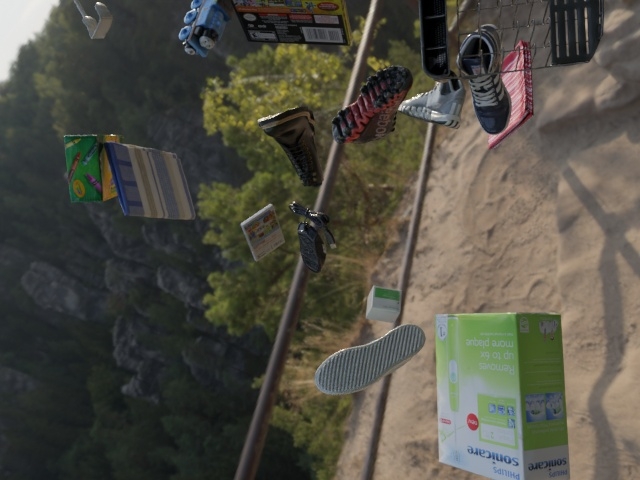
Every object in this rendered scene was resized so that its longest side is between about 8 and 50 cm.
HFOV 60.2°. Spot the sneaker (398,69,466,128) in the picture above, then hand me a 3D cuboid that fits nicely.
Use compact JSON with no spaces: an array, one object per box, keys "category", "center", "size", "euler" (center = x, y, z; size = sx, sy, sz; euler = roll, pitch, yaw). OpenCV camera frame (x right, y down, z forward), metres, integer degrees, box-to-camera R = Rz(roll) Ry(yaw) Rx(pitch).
[{"category":"sneaker","center":[0.289,-0.361,1.378],"size":[0.229,0.086,0.132],"euler":[38,115,55]}]

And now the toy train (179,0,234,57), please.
[{"category":"toy train","center":[-0.283,-0.547,1.381],"size":[0.105,0.080,0.184],"euler":[0,66,34]}]

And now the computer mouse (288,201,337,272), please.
[{"category":"computer mouse","center":[0.000,0.000,1.718],"size":[0.060,0.261,0.184],"euler":[-34,38,-29]}]

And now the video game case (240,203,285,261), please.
[{"category":"video game case","center":[-0.132,-0.017,1.279],"size":[0.087,0.122,0.011],"euler":[-36,49,-20]}]

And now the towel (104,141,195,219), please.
[{"category":"towel","center":[-0.452,-0.154,1.487],"size":[0.034,0.285,0.209],"euler":[-21,83,22]}]

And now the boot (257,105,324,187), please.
[{"category":"boot","center":[-0.036,-0.151,0.937],"size":[0.077,0.136,0.198],"euler":[-11,8,20]}]

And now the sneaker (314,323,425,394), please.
[{"category":"sneaker","center":[0.156,0.386,1.710],"size":[0.366,0.150,0.135],"euler":[-21,65,-9]}]

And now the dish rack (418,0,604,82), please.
[{"category":"dish rack","center":[0.293,-0.356,0.855],"size":[0.272,0.074,0.208],"euler":[-3,89,14]}]

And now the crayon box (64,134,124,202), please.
[{"category":"crayon box","center":[-0.590,-0.198,1.471],"size":[0.278,0.081,0.165],"euler":[-121,29,-77]}]

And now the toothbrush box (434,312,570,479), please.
[{"category":"toothbrush box","center":[0.323,0.274,1.007],"size":[0.206,0.122,0.282],"euler":[-13,75,60]}]

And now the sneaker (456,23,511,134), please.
[{"category":"sneaker","center":[0.415,-0.395,1.397],"size":[0.099,0.282,0.153],"euler":[-1,21,30]}]

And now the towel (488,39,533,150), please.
[{"category":"towel","center":[0.550,-0.426,1.623],"size":[0.199,0.031,0.274],"euler":[131,150,-61]}]

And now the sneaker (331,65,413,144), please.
[{"category":"sneaker","center":[0.151,-0.332,1.389],"size":[0.276,0.135,0.097],"euler":[-39,55,46]}]

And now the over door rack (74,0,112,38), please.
[{"category":"over door rack","center":[-0.520,-0.405,0.863],"size":[0.324,0.240,0.108],"euler":[51,137,19]}]

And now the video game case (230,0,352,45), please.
[{"category":"video game case","center":[-0.077,-0.555,1.279],"size":[0.275,0.248,0.035],"euler":[8,69,15]}]

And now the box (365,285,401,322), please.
[{"category":"box","center":[0.214,0.218,1.875],"size":[0.102,0.101,0.087],"euler":[103,176,-59]}]
